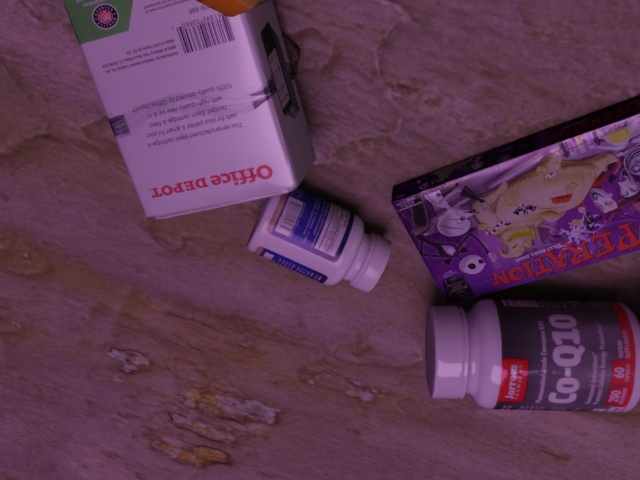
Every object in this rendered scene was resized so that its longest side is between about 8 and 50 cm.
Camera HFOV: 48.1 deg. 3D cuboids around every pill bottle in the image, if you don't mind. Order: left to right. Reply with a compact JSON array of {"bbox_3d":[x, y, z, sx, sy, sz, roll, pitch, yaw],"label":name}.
[{"bbox_3d":[0.000,0.000,1.026,0.187,0.112,0.112,25,127,-8],"label":"pill bottle"},{"bbox_3d":[0.302,0.166,1.045,0.284,0.161,0.161,1,127,2],"label":"pill bottle"}]

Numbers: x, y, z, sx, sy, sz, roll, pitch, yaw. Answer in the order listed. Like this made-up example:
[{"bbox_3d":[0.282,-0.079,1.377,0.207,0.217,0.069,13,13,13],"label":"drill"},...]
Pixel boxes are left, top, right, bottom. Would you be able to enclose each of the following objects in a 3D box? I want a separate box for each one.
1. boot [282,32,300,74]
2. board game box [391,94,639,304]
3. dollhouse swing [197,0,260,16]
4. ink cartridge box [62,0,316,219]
[{"bbox_3d":[-0.073,-0.207,0.934,0.114,0.037,0.106,-12,124,16],"label":"boot"},{"bbox_3d":[0.297,-0.041,0.983,0.347,0.056,0.208,-20,125,23],"label":"board game box"},{"bbox_3d":[0.001,-0.412,0.599,0.315,0.304,0.346,-17,120,22],"label":"dollhouse swing"},{"bbox_3d":[-0.149,-0.192,0.869,0.211,0.121,0.289,-9,111,17],"label":"ink cartridge box"}]
